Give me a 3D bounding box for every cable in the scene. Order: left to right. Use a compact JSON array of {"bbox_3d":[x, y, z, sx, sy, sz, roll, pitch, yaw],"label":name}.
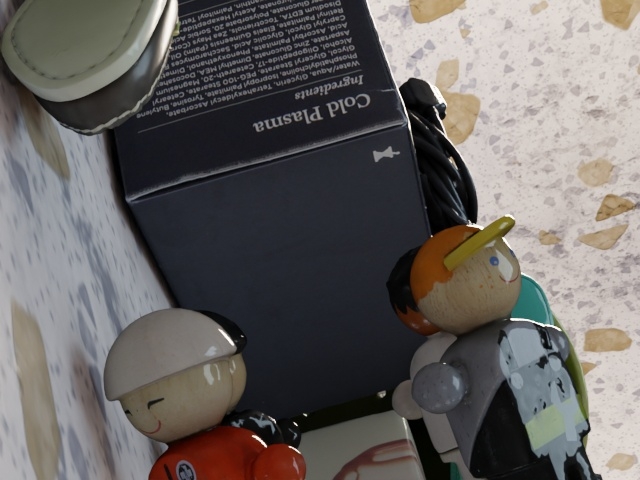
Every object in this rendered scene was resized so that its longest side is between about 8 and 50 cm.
[{"bbox_3d":[0.087,-0.038,1.158,0.184,0.047,0.151,-109,-172,-65],"label":"cable"}]

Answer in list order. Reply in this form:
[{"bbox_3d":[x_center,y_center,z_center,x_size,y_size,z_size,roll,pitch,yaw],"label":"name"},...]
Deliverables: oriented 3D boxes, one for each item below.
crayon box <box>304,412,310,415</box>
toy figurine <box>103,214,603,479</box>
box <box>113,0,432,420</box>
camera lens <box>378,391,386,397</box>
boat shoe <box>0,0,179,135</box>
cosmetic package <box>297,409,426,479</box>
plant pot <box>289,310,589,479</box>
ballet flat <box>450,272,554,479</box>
[{"bbox_3d":[0.038,0.309,1.560,0.323,0.083,0.203,-105,178,-62],"label":"crayon box"},{"bbox_3d":[0.013,0.077,0.713,0.213,0.209,0.148,64,5,-85],"label":"toy figurine"},{"bbox_3d":[-0.039,-0.087,1.089,0.343,0.179,0.312,72,2,-57],"label":"box"},{"bbox_3d":[0.051,0.075,1.876,0.274,0.219,0.219,73,2,-49],"label":"camera lens"},{"bbox_3d":[-0.103,-0.100,0.721,0.228,0.081,0.069,-108,177,-60],"label":"boat shoe"},{"bbox_3d":[0.031,0.257,0.965,0.296,0.129,0.153,-104,177,-63],"label":"cosmetic package"},{"bbox_3d":[0.058,0.147,1.373,0.293,0.274,0.275,-175,-112,-75],"label":"plant pot"},{"bbox_3d":[0.125,0.146,1.096,0.087,0.083,0.247,116,-21,-63],"label":"ballet flat"}]
